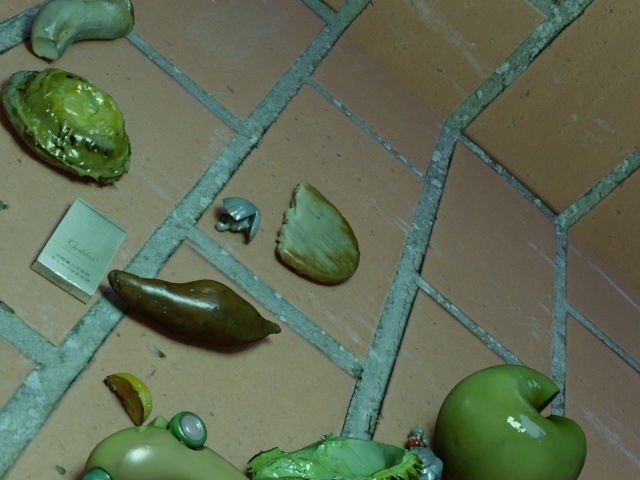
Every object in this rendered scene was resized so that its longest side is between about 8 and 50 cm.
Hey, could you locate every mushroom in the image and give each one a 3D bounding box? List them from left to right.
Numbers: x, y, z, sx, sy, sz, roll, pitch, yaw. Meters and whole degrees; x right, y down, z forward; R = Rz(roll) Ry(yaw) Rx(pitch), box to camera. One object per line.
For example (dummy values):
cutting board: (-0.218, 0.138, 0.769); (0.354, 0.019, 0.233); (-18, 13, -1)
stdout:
mushroom: (-0.507, -0.467, 2.083); (0.122, 0.095, 0.351); (59, 29, -10)

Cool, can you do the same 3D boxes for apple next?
apple: (0.364, 0.389, 1.909); (0.292, 0.254, 0.292); (31, 29, -19)

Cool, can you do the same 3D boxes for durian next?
durian: (0.036, 0.380, 1.608); (0.394, 0.163, 0.198); (5, 43, -48)

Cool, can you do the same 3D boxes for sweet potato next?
sweet potato: (-0.198, 0.122, 1.695); (0.359, 0.112, 0.112); (20, 37, -42)

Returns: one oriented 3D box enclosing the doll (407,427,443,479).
doll: (0.191, 0.417, 1.847); (0.094, 0.079, 0.180); (62, 10, -18)

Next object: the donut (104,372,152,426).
donut: (-0.291, 0.238, 1.503); (0.083, 0.067, 0.038); (21, 26, 27)

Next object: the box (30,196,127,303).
box: (-0.403, 0.014, 1.651); (0.109, 0.029, 0.198); (36, 31, -15)

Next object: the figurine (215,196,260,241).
figurine: (-0.168, -0.048, 2.000); (0.086, 0.082, 0.094); (15, 27, -15)

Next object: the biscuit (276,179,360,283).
biscuit: (0.000, 0.000, 2.170); (0.205, 0.040, 0.309); (36, 30, -15)

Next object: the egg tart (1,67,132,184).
egg tart: (-0.459, -0.229, 1.829); (0.279, 0.095, 0.278); (32, 30, -21)

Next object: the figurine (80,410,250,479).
figurine: (-0.184, 0.381, 1.361); (0.324, 0.124, 0.222); (41, 29, -15)

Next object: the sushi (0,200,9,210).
sushi: (-0.540, -0.039, 1.520); (0.055, 0.052, 0.120); (60, 24, -10)
